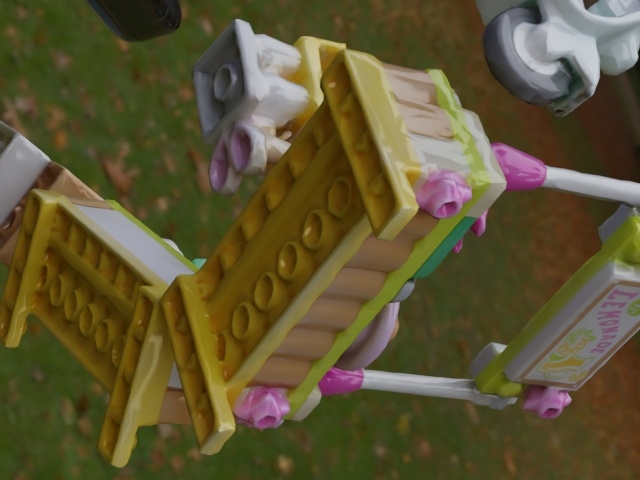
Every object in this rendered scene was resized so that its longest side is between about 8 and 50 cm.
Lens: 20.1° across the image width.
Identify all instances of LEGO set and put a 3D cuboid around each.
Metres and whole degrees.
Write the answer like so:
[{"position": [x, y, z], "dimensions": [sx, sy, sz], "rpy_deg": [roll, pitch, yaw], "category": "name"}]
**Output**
[{"position": [0.000, 0.000, 0.487], "dimensions": [0.107, 0.287, 0.132], "rpy_deg": [8, 69, -32], "category": "LEGO set"}]

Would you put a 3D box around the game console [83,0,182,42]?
[{"position": [-0.028, -0.218, 0.436], "dimensions": [0.293, 0.173, 0.250], "rpy_deg": [53, 22, -77], "category": "game console"}]
